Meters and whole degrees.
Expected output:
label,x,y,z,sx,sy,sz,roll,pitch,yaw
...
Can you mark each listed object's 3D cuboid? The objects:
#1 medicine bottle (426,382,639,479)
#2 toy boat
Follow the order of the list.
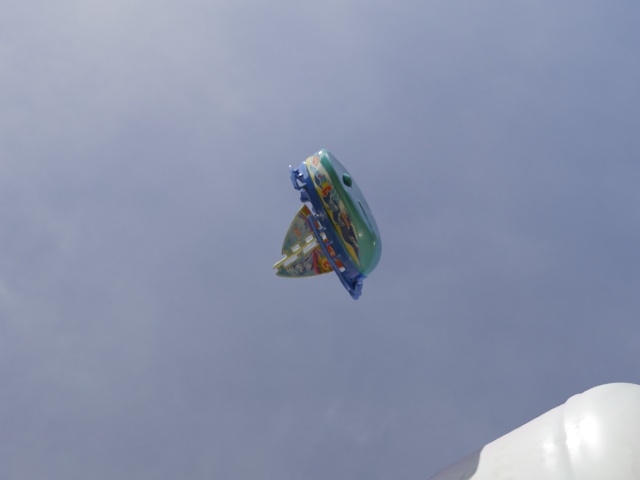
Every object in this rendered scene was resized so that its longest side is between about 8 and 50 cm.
label,x,y,z,sx,sy,sz,roll,pitch,yaw
medicine bottle,0.147,0.263,0.449,0.241,0.302,0.241,38,-152,-25
toy boat,0.000,0.000,0.647,0.110,0.091,0.175,-36,-136,14
